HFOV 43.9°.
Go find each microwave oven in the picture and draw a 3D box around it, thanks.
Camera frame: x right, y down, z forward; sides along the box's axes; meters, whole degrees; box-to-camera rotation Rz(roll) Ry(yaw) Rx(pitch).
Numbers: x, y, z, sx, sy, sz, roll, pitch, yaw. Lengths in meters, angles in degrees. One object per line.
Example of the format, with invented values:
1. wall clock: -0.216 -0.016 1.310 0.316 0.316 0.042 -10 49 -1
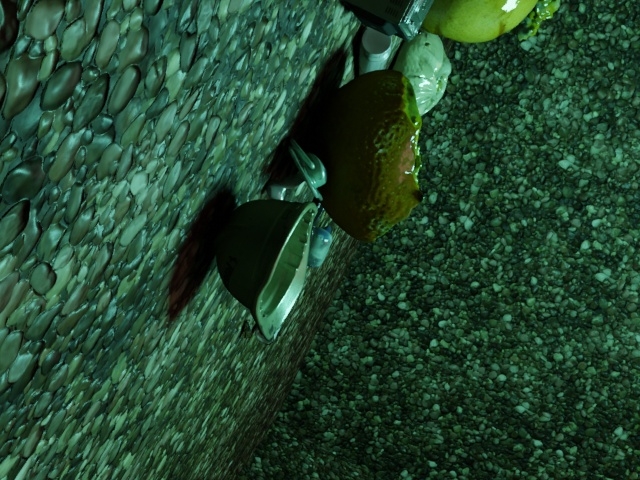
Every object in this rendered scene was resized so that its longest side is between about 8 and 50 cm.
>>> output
1. microwave oven: 0.134 -0.439 1.371 0.163 0.129 0.205 -65 172 12

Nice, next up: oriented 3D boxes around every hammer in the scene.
1. hammer: 0.000 0.000 2.295 0.194 0.069 0.116 -59 172 -67

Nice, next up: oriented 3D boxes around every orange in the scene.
1. orange: 0.077 -0.166 1.560 0.262 0.196 0.335 -119 -151 -70

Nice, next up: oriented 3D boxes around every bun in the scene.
1. bun: 0.278 -0.455 2.238 0.259 0.160 0.259 -63 176 -8

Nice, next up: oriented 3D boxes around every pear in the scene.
1. pear: 0.319 -0.562 1.647 0.314 0.314 0.314 -61 173 -13

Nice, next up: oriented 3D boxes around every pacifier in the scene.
1. pacifier: -0.049 -0.118 1.447 0.116 0.127 0.150 -26 -177 6

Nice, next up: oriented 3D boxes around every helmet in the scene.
1. helmet: -0.106 0.026 1.296 0.204 0.137 0.258 -56 163 -44

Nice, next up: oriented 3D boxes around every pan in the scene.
1. pan: -0.015 -0.056 2.099 0.136 0.028 0.235 -50 162 -58

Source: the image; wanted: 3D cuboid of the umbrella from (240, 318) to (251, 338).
1. umbrella: -0.183 0.219 1.953 0.031 0.020 0.083 -16 151 -21

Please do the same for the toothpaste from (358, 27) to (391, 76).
1. toothpaste: 0.113 -0.383 1.711 0.323 0.066 0.100 75 37 -86

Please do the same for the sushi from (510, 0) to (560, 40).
1. sushi: 0.567 -0.786 2.303 0.240 0.351 0.396 -61 171 -12

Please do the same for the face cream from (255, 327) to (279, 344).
1. face cream: -0.117 0.188 2.187 0.244 0.058 0.092 -64 172 -51
